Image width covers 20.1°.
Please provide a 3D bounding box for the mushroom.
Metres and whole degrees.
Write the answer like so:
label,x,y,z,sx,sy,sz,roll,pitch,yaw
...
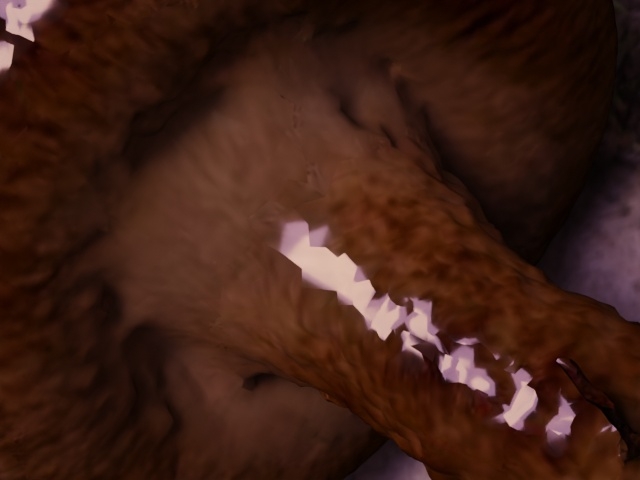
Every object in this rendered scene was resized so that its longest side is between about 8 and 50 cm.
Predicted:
label,x,y,z,sx,sy,sz,roll,pitch,yaw
mushroom,-0.017,0.008,0.711,0.331,0.334,0.356,-35,48,23
